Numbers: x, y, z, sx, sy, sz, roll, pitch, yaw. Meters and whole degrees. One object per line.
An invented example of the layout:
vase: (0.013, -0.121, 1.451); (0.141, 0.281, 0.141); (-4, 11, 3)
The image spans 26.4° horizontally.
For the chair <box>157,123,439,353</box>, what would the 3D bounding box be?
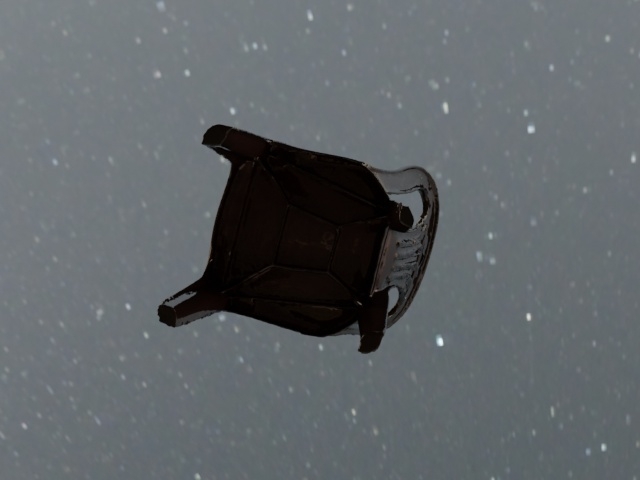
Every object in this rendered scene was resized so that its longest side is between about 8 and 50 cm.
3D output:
chair: (0.000, 0.000, 1.220); (0.183, 0.326, 0.175); (16, -86, 7)
